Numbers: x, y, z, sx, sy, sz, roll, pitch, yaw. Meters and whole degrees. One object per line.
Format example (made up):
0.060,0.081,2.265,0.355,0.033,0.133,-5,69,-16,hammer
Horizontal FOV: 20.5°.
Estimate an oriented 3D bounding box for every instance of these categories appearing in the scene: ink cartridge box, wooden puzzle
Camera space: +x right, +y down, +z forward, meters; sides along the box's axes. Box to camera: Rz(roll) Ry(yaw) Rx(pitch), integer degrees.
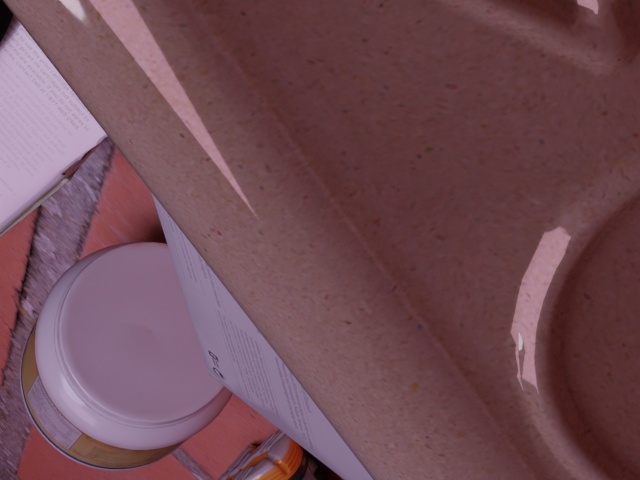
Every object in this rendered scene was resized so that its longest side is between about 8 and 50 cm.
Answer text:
-0.191,-0.126,1.054,0.255,0.097,0.189,-35,102,35,ink cartridge box
0.117,-0.075,0.347,0.348,0.080,0.322,-25,116,23,wooden puzzle

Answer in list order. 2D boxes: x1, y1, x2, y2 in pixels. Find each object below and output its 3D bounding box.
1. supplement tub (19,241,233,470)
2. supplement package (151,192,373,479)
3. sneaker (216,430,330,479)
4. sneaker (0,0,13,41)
-0.135,0.083,1.260,0.144,0.144,0.199,45,160,0,supplement tub
0.059,0.018,0.736,0.203,0.149,0.194,35,158,24,supplement package
-0.045,0.216,1.448,0.083,0.084,0.215,41,160,-5,sneaker
-0.224,-0.190,0.913,0.145,0.090,0.270,42,142,12,sneaker
